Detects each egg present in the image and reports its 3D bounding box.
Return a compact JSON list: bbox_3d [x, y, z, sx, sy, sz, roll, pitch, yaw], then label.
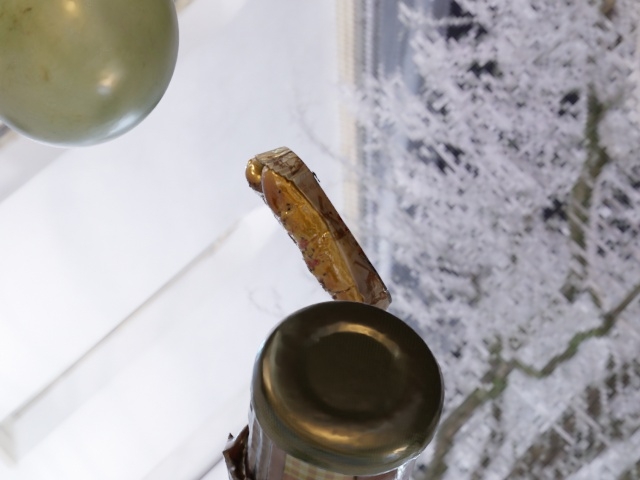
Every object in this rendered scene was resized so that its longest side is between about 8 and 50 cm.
[{"bbox_3d":[-0.175,-0.147,0.875,0.192,0.149,0.149,-94,160,-52],"label":"egg"}]

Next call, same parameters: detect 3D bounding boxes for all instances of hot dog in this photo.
[{"bbox_3d":[0.000,0.000,1.455,0.253,0.069,0.131,56,-6,-7],"label":"hot dog"}]

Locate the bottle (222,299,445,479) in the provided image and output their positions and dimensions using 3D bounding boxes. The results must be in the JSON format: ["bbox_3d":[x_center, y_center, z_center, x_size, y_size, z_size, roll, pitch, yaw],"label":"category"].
[{"bbox_3d":[-0.002,0.165,0.916,0.143,0.156,0.271,15,-40,2],"label":"bottle"}]
